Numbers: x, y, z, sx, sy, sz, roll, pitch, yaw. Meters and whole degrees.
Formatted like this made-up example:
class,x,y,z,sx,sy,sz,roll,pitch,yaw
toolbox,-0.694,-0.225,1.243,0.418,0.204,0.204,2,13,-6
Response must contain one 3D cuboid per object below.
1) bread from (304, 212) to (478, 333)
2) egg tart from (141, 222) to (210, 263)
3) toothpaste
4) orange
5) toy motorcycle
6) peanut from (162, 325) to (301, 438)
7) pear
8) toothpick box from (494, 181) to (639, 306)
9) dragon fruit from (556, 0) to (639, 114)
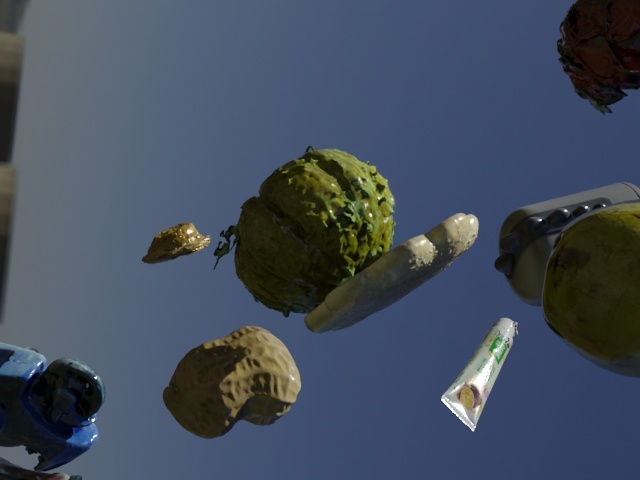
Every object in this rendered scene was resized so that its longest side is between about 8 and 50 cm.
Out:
class,x,y,z,sx,sy,sz,roll,pitch,yaw
bread,0.118,0.055,2.091,0.054,0.316,0.316,58,-26,10
egg tart,-0.254,0.003,2.327,0.129,0.129,0.049,-157,-132,-74
toothpaste,0.285,0.226,2.381,0.314,0.058,0.056,-49,142,-56
orange,0.000,0.000,2.230,0.223,0.301,0.300,41,-81,26
toy motorcycle,-0.457,0.249,2.005,0.241,0.319,0.182,78,26,-55
peanut,-0.154,0.246,2.317,0.110,0.233,0.196,93,-26,-46
pear,0.456,0.064,1.924,0.283,0.284,0.283,-174,-90,-75
toothpick box,0.488,0.008,2.637,0.229,0.316,0.229,168,-90,-76
dragon fruit,0.429,-0.296,1.943,0.188,0.182,0.182,-44,180,-23
